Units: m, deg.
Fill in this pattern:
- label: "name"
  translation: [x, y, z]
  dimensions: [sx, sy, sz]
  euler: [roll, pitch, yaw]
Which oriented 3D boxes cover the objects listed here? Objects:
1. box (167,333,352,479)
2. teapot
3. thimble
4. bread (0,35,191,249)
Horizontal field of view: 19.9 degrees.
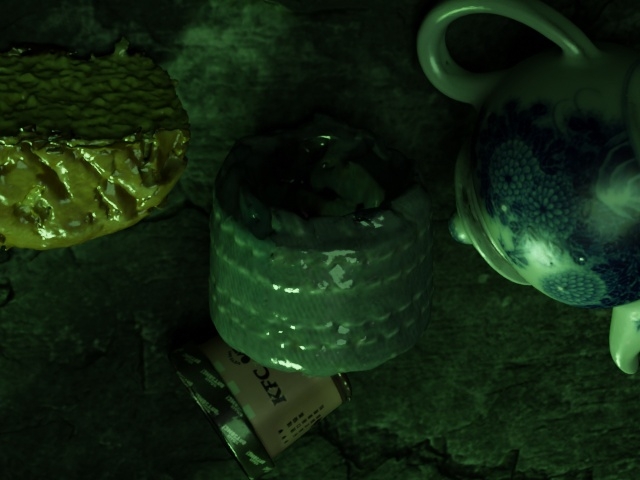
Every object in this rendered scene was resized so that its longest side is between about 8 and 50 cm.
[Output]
- label: "box"
  translation: [-0.054, 0.140, 1.786]
  dimensions: [0.135, 0.151, 0.151]
  euler: [-32, 123, -8]
- label: "teapot"
  translation: [0.232, -0.054, 1.725]
  dimensions: [0.280, 0.252, 0.424]
  euler: [-22, 108, 39]
- label: "thimble"
  translation: [0.000, 0.000, 1.670]
  dimensions: [0.205, 0.236, 0.172]
  euler: [-3, 118, -8]
- label: "bread"
  translation: [-0.252, -0.078, 1.602]
  dimensions: [0.261, 0.160, 0.147]
  euler: [-4, 127, -19]
